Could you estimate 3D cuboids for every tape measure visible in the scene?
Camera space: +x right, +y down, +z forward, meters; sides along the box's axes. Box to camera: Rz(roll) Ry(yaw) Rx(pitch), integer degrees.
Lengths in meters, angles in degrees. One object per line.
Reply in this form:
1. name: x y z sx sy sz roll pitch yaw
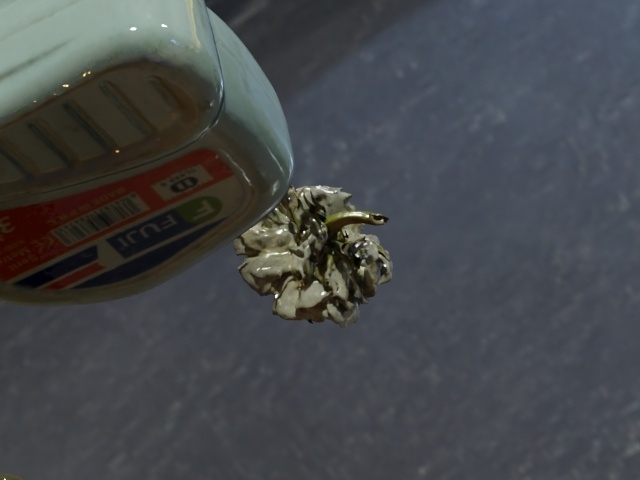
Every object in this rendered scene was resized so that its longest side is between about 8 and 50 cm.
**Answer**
1. tape measure: -0.158 -0.067 1.198 0.243 0.246 0.125 -23 55 13

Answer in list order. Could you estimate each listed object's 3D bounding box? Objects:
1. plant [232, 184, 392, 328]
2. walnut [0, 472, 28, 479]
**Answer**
1. plant: 0.000 0.000 1.413 0.104 0.116 0.122 -53 -1 -36
2. walnut: -0.265 0.268 1.246 0.253 0.277 0.282 -44 26 5
